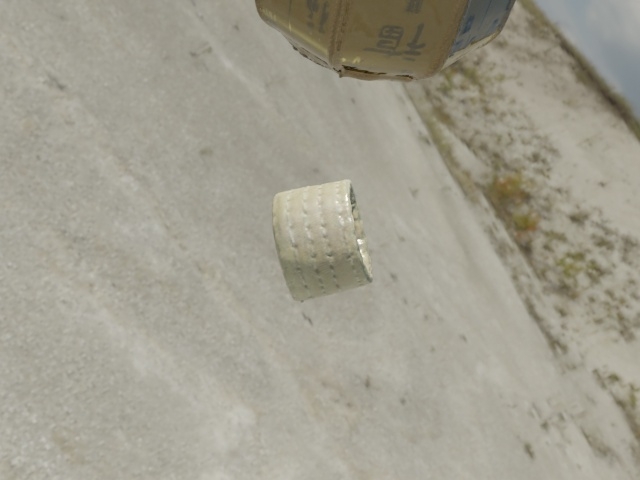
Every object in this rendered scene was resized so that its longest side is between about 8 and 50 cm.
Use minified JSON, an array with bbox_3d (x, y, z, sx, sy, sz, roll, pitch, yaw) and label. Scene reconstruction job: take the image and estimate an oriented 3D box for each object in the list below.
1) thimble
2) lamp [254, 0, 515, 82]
[{"bbox_3d":[0.000,0.000,0.897,0.102,0.090,0.115,68,11,-46],"label":"thimble"},{"bbox_3d":[0.042,-0.187,0.458,0.185,0.161,0.161,104,-26,-45],"label":"lamp"}]
